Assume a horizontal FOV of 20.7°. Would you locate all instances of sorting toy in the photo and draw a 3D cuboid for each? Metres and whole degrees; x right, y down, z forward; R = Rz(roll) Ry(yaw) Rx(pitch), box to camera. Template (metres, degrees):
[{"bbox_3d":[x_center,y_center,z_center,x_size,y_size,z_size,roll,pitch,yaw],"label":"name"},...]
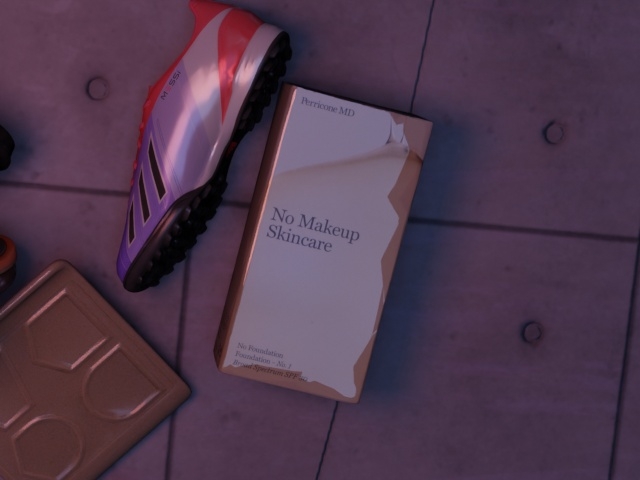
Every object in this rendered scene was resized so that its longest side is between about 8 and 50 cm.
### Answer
[{"bbox_3d":[-0.319,0.188,1.862,0.307,0.041,0.229,-41,116,0],"label":"sorting toy"}]

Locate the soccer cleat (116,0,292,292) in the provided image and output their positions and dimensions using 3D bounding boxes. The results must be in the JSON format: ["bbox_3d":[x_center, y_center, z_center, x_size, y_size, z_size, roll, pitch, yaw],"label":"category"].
[{"bbox_3d":[-0.148,-0.099,1.838,0.116,0.108,0.318,29,96,11],"label":"soccer cleat"}]

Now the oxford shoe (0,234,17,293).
[{"bbox_3d":[-0.465,0.108,1.824,0.364,0.130,0.133,-26,118,3],"label":"oxford shoe"}]

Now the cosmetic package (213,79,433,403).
[{"bbox_3d":[0.000,0.000,1.854,0.160,0.113,0.309,13,97,-8],"label":"cosmetic package"}]

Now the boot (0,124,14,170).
[{"bbox_3d":[-0.495,-0.023,1.744,0.348,0.131,0.260,7,71,2],"label":"boot"}]
